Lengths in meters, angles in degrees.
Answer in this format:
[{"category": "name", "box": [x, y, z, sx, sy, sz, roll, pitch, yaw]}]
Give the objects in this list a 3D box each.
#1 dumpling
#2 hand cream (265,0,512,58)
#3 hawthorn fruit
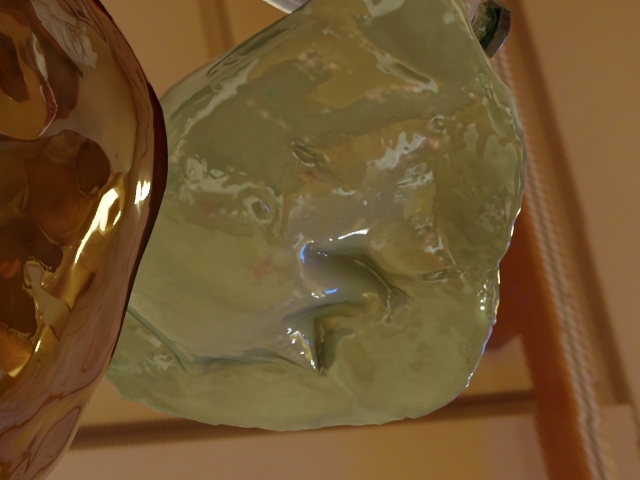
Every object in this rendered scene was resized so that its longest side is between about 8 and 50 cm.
[{"category": "dumpling", "box": [-0.011, -0.026, 1.010, 0.270, 0.320, 0.211, 17, -126, -11]}, {"category": "hand cream", "box": [-0.005, -0.220, 1.076, 0.336, 0.076, 0.121, 23, -78, -26]}, {"category": "hawthorn fruit", "box": [-0.155, -0.016, 0.360, 0.208, 0.248, 0.208, -1, -94, 18]}]
